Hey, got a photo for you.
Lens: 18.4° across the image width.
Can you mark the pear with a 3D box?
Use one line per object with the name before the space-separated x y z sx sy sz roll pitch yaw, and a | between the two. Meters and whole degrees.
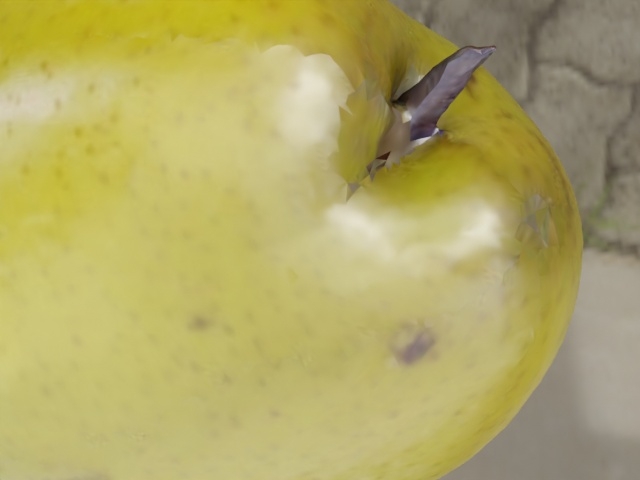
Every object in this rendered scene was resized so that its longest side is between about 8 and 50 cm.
pear | -0.002 0.000 0.642 0.178 0.267 0.267 -3 133 45
